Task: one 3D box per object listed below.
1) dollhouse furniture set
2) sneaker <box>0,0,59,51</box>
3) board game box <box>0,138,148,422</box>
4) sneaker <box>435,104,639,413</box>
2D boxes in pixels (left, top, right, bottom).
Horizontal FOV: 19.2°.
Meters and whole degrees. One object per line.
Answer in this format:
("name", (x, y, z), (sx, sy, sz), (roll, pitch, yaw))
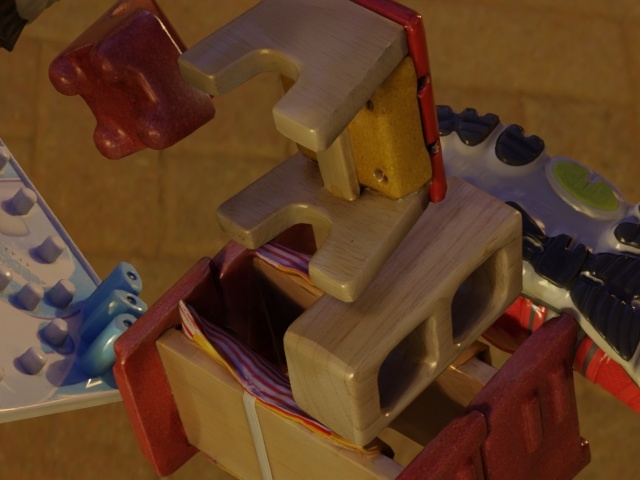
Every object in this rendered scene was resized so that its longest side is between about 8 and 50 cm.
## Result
("dollhouse furniture set", (0.000, 0.000, 0.901), (0.201, 0.374, 0.152), (29, 58, 33))
("sneaker", (-0.093, -0.099, 0.510), (0.086, 0.085, 0.237), (45, 31, 6))
("board game box", (-0.302, -0.055, 1.110), (0.390, 0.050, 0.390), (53, 27, 19))
("sneaker", (0.145, 0.031, 1.000), (0.279, 0.118, 0.107), (36, 65, 13))
